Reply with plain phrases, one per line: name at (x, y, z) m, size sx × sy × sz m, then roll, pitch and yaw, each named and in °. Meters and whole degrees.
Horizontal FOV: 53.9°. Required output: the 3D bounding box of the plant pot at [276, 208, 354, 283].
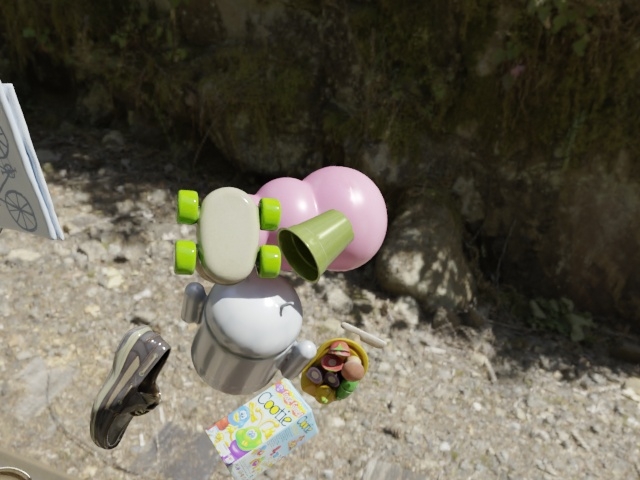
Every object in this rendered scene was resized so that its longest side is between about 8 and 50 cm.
plant pot at (0.000, 0.000, 0.814) m, size 0.079 × 0.083 × 0.083 m, roll -34°, pitch 45°, yaw -26°

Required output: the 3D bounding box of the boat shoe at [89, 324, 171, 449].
boat shoe at (-0.493, 0.401, 1.644) m, size 0.130 × 0.355 × 0.132 m, roll 24°, pitch 12°, yaw 15°

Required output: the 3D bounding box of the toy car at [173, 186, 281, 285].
toy car at (-0.160, 0.008, 1.008) m, size 0.155 × 0.149 × 0.188 m, roll 4°, pitch -14°, yaw -17°

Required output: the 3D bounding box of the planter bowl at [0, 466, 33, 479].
planter bowl at (-0.849, 0.699, 1.661) m, size 0.162 × 0.109 × 0.162 m, roll 32°, pitch 33°, yaw -24°

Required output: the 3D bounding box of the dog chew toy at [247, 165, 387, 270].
dog chew toy at (-0.044, -0.032, 1.208) m, size 0.331 × 0.207 × 0.207 m, roll -7°, pitch 32°, yaw -19°

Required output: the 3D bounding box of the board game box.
board game box at (-0.165, 0.549, 1.812) m, size 0.275 × 0.144 × 0.142 m, roll -30°, pitch 49°, yaw -17°

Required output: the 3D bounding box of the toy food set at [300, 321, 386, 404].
toy food set at (0.041, 0.298, 1.433) m, size 0.128 × 0.218 × 0.071 m, roll 33°, pitch 19°, yaw -7°

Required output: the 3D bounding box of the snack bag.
snack bag at (-0.666, -0.160, 1.235) m, size 0.342 × 0.323 × 0.037 m, roll 8°, pitch 32°, yaw 30°

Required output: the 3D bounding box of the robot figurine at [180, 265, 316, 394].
robot figurine at (-0.156, 0.190, 1.319) m, size 0.299 × 0.353 × 0.200 m, roll 25°, pitch 47°, yaw -2°
